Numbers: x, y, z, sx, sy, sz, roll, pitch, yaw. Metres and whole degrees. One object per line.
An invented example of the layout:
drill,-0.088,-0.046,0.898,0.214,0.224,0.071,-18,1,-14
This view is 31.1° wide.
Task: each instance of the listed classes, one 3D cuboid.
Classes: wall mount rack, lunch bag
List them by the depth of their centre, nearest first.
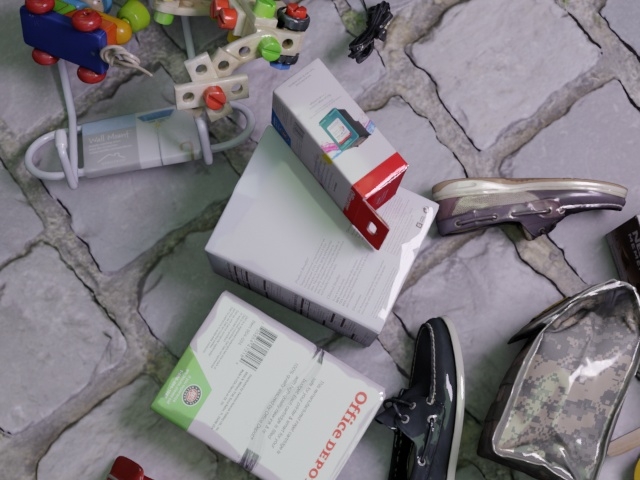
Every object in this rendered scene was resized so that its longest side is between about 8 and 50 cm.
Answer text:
lunch bag,0.337,0.188,1.593,0.169,0.235,0.287,22,81,6
wall mount rack,-0.283,-0.221,1.715,0.350,0.130,0.304,-11,48,-3

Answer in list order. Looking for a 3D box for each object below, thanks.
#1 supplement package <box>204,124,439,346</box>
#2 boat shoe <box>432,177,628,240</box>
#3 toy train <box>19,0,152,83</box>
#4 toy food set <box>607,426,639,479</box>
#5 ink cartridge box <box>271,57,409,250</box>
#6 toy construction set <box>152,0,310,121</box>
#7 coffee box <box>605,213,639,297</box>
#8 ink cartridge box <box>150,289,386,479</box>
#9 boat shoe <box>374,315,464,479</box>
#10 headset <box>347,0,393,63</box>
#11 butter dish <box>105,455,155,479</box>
supplement package,0.000,0.000,1.637,0.263,0.198,0.199,26,79,3
boat shoe,0.309,-0.045,1.704,0.285,0.103,0.092,0,86,3
toy train,-0.295,-0.298,1.650,0.248,0.105,0.143,23,44,23
toy food set,0.519,0.337,1.649,0.128,0.071,0.218,-39,90,19
ink cartridge box,0.035,-0.108,1.491,0.078,0.134,0.231,-38,82,-11
toy construction set,-0.144,-0.315,1.625,0.215,0.151,0.327,2,49,-26
coffee box,0.526,0.100,1.645,0.119,0.168,0.297,-15,82,-3
ink cartridge box,-0.071,0.228,1.642,0.273,0.115,0.198,32,82,5
boat shoe,0.131,0.274,1.633,0.113,0.127,0.340,5,90,-12
headset,-0.045,-0.442,1.693,0.394,0.243,0.185,40,57,-19
butter dish,-0.247,0.395,1.611,0.118,0.160,0.159,18,81,-21
